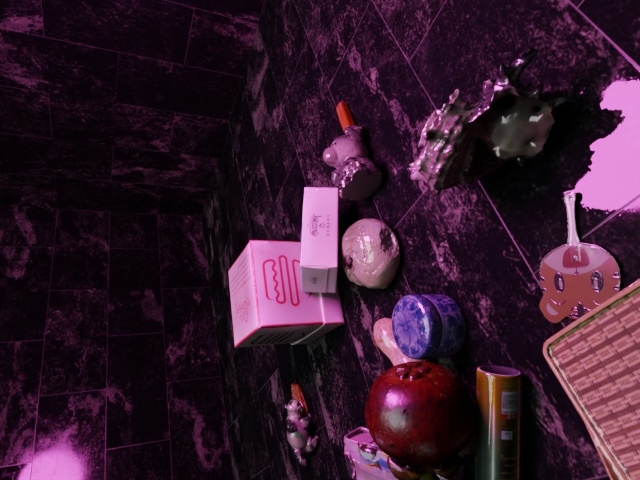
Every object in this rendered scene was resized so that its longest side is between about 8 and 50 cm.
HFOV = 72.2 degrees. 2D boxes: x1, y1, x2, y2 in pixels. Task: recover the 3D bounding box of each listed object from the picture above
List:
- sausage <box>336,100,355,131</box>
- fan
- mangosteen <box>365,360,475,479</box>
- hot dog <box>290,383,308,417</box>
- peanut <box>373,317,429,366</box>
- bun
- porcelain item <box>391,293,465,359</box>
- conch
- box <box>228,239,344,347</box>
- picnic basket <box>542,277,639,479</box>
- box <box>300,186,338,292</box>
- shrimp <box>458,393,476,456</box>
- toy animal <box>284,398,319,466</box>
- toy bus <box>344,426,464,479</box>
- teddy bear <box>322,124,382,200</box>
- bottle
[{"bbox_3d":[0.082,-0.403,1.433,0.039,0.041,0.131,120,142,-52],"label":"sausage"},{"bbox_3d":[0.432,0.029,0.746,0.153,0.008,0.226,166,104,-63],"label":"fan"},{"bbox_3d":[0.199,0.373,0.876,0.215,0.215,0.257,11,111,63],"label":"mangosteen"},{"bbox_3d":[-0.086,0.622,1.704,0.144,0.038,0.062,66,144,41],"label":"hot dog"},{"bbox_3d":[0.200,0.271,1.106,0.206,0.087,0.087,52,134,51],"label":"peanut"},{"bbox_3d":[0.128,0.037,1.238,0.221,0.109,0.221,-7,82,63],"label":"bun"},{"bbox_3d":[0.240,0.196,1.001,0.147,0.114,0.147,-11,77,62],"label":"porcelain item"},{"bbox_3d":[0.281,-0.207,0.817,0.313,0.241,0.186,-28,77,46],"label":"conch"},{"bbox_3d":[-0.134,0.190,1.536,0.314,0.300,0.312,-44,49,54],"label":"box"},{"bbox_3d":[0.455,0.204,0.504,0.228,0.176,0.312,-58,40,44],"label":"picnic basket"},{"bbox_3d":[-0.003,0.000,1.368,0.203,0.116,0.274,90,-178,-63],"label":"box"},{"bbox_3d":[0.257,0.419,1.016,0.294,0.062,0.153,-39,60,54],"label":"shrimp"},{"bbox_3d":[-0.078,0.690,1.602,0.121,0.094,0.225,-2,105,64],"label":"toy animal"},{"bbox_3d":[0.182,0.525,1.008,0.274,0.090,0.112,4,93,38],"label":"toy bus"},{"bbox_3d":[0.081,-0.221,1.320,0.171,0.144,0.250,98,159,-44],"label":"teddy bear"},{"bbox_3d":[0.337,0.388,0.831,0.082,0.082,0.285,-2,86,63],"label":"bottle"}]
